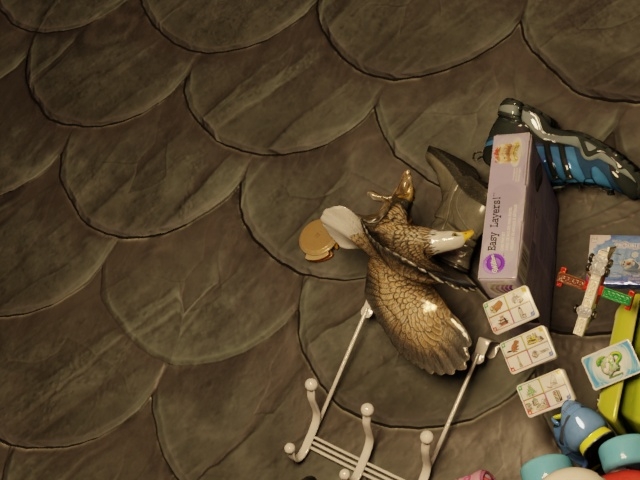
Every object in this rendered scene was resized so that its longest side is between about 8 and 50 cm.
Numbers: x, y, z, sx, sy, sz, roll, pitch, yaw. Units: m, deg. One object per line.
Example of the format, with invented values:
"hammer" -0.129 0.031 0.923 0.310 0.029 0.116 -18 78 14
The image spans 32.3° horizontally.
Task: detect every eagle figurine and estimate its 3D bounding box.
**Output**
"eagle figurine" 0.141 0.036 1.740 0.225 0.226 0.298 -40 36 33

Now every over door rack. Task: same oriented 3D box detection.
"over door rack" 0.109 0.249 1.796 0.240 0.108 0.324 21 73 28

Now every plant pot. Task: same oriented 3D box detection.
"plant pot" 0.527 0.208 1.587 0.207 0.228 0.227 5 68 30

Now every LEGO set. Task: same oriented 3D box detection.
"LEGO set" 0.374 0.125 1.575 0.244 0.060 0.182 -29 73 30

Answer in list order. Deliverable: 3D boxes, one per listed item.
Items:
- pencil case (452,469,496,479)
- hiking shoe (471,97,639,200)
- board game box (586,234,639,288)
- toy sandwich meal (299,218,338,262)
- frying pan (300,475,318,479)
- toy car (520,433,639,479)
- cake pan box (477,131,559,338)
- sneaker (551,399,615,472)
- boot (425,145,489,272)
"pencil case" 0.148 0.447 1.651 0.284 0.124 0.124 -29 57 15
"hiking shoe" 0.416 -0.127 1.889 0.304 0.113 0.132 33 102 32
"board game box" 0.484 0.035 1.810 0.090 0.020 0.090 1 63 22
"toy sandwich meal" 0.000 0.000 2.018 0.086 0.029 0.085 -12 56 17
"frying pan" -0.031 0.494 1.663 0.197 0.053 0.326 -60 17 23
"toy car" 0.345 0.342 1.376 0.210 0.238 0.219 -17 58 13
"cake pan box" 0.321 0.003 1.759 0.070 0.246 0.266 -2 64 25
"sneaker" 0.376 0.290 1.606 0.069 0.209 0.082 -35 60 -10
"boot" 0.216 -0.057 1.922 0.161 0.083 0.246 -59 31 15
